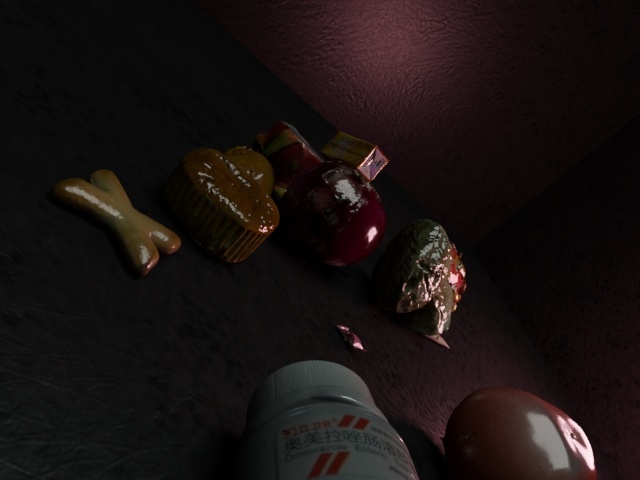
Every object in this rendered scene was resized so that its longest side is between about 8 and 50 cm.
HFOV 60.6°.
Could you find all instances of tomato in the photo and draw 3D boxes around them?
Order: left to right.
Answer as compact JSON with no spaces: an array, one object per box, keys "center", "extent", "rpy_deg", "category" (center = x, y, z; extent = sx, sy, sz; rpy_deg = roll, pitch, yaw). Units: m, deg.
[{"center":[0.474,0.500,1.295],"extent":[0.342,0.273,0.341],"rpy_deg":[21,47,-25],"category":"tomato"}]

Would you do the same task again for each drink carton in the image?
[{"center":[0.099,-0.259,1.672],"extent":[0.071,0.096,0.223],"rpy_deg":[44,-5,-36],"category":"drink carton"}]

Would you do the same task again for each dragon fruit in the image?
[{"center":[-0.094,-0.233,1.742],"extent":[0.290,0.189,0.290],"rpy_deg":[46,9,-10],"category":"dragon fruit"},{"center":[0.412,0.133,2.022],"extent":[0.290,0.250,0.269],"rpy_deg":[62,23,-3],"category":"dragon fruit"}]

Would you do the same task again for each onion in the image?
[{"center":[0.044,-0.053,1.532],"extent":[0.260,0.282,0.337],"rpy_deg":[53,8,16],"category":"onion"}]

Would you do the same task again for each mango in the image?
[{"center":[-0.196,-0.164,1.449],"extent":[0.248,0.151,0.155],"rpy_deg":[-114,-174,-57],"category":"mango"}]

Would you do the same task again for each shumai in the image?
[{"center":[0.340,0.126,1.736],"extent":[0.289,0.329,0.292],"rpy_deg":[32,-4,-11],"category":"shumai"}]

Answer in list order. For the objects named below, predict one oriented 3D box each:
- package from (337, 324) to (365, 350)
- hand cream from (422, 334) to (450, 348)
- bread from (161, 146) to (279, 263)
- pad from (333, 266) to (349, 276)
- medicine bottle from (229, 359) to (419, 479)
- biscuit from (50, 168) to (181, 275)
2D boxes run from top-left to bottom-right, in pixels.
[{"center":[0.077,0.246,1.374],"extent":[0.059,0.029,0.083],"rpy_deg":[30,16,-50],"category":"package"},{"center":[0.385,0.319,1.889],"extent":[0.234,0.050,0.080],"rpy_deg":[35,18,-50],"category":"hand cream"},{"center":[-0.217,-0.082,1.213],"extent":[0.253,0.142,0.227],"rpy_deg":[51,26,3],"category":"bread"},{"center":[0.000,0.000,1.731],"extent":[0.170,0.006,0.245],"rpy_deg":[31,24,-41],"category":"pad"},{"center":[0.002,0.323,0.717],"extent":[0.245,0.245,0.306],"rpy_deg":[41,10,-20],"category":"medicine bottle"},{"center":[-0.352,-0.040,0.975],"extent":[0.208,0.047,0.164],"rpy_deg":[45,18,-6],"category":"biscuit"}]
